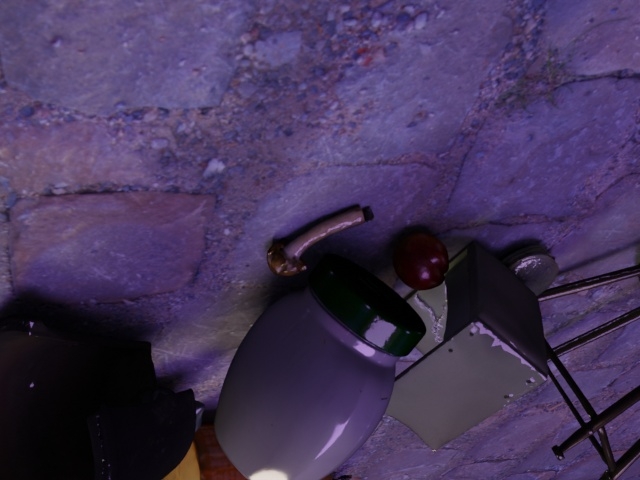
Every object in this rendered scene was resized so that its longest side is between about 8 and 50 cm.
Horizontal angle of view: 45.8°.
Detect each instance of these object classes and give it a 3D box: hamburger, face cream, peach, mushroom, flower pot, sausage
[{"bbox_3d":[0.389,0.061,1.455,0.140,0.062,0.133,25,121,-42],"label":"hamburger"},{"bbox_3d":[-0.013,0.220,1.257,0.219,0.312,0.357,28,104,-34],"label":"face cream"},{"bbox_3d":[0.169,0.036,1.292,0.101,0.100,0.100,-13,144,-10],"label":"peach"},{"bbox_3d":[0.000,0.000,1.197,0.187,0.061,0.060,-29,138,6],"label":"mushroom"},{"bbox_3d":[-0.366,0.297,1.204,0.379,0.379,0.251,-44,159,29],"label":"flower pot"},{"bbox_3d":[-0.166,0.505,1.625,0.287,0.233,0.233,3,138,-30],"label":"sausage"}]

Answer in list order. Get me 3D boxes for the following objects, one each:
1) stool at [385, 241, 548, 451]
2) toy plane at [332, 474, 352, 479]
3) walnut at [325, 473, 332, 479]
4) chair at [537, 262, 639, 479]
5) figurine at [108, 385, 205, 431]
[{"bbox_3d":[0.242,0.185,1.348,0.170,0.243,0.270,39,120,-13],"label":"stool"},{"bbox_3d":[-0.090,0.655,1.972,0.316,0.103,0.204,6,144,-18],"label":"toy plane"},{"bbox_3d":[-0.064,0.583,1.844,0.184,0.155,0.155,10,134,-33],"label":"walnut"},{"bbox_3d":[0.599,0.249,1.561,0.410,0.364,0.362,-32,139,5],"label":"chair"},{"bbox_3d":[-0.341,0.380,1.462,0.193,0.140,0.265,12,112,-12],"label":"figurine"}]
